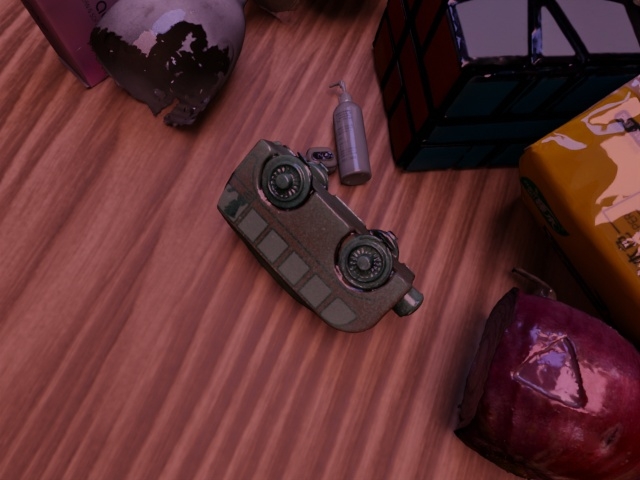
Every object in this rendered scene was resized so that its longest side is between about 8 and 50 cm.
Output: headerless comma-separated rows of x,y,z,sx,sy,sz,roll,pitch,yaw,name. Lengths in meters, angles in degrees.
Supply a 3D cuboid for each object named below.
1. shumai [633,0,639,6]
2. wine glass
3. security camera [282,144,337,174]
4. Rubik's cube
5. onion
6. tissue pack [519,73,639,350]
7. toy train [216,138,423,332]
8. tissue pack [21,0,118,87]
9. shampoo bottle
0.601,-0.511,0.751,0.303,0.264,0.309,31,54,12,shumai
-0.192,-0.357,0.671,0.190,0.190,0.357,32,70,3,wine glass
-0.017,-0.138,0.697,0.092,0.058,0.058,-12,75,-19,security camera
0.265,-0.298,0.658,0.288,0.283,0.294,-3,77,-9,Rubik's cube
0.314,0.203,0.536,0.230,0.256,0.273,28,94,18,onion
0.462,0.006,0.551,0.228,0.293,0.382,-33,71,20,tissue pack
0.000,0.000,0.594,0.326,0.129,0.159,45,107,7,toy train
-0.363,-0.368,0.618,0.092,0.246,0.148,45,74,6,tissue pack
0.050,-0.196,0.717,0.056,0.056,0.195,-3,74,-8,shampoo bottle
